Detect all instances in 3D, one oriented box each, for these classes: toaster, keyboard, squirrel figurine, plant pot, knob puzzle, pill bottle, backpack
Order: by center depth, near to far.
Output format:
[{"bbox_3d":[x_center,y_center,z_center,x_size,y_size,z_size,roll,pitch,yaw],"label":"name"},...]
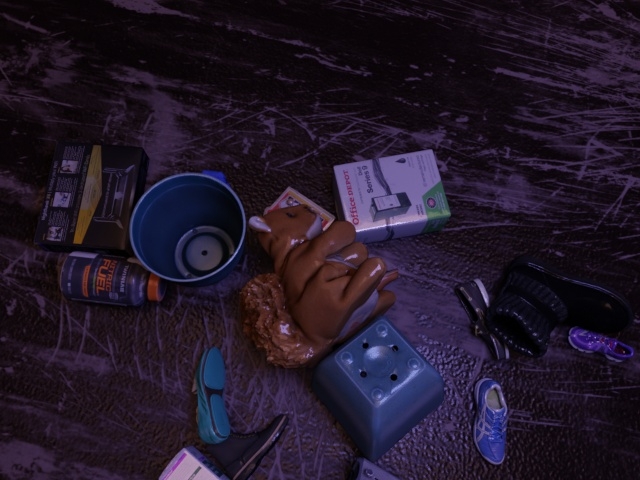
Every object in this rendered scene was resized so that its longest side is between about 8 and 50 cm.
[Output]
[{"bbox_3d":[0.107,0.627,1.261,0.146,0.129,0.227,25,115,2],"label":"toaster"},{"bbox_3d":[0.134,0.318,1.264,0.248,0.252,0.247,-35,62,-16],"label":"plant pot"},{"bbox_3d":[-0.063,0.100,1.339,0.397,0.281,0.370,-45,66,0],"label":"squirrel figurine"},{"bbox_3d":[-0.316,0.000,1.395,0.271,0.255,0.272,1,73,-2],"label":"plant pot"},{"bbox_3d":[-0.533,0.104,1.420,0.245,0.130,0.130,6,73,-1],"label":"pill bottle"},{"bbox_3d":[-0.297,-0.133,1.522,0.101,0.098,0.120,5,63,1],"label":"backpack"},{"bbox_3d":[-0.083,-0.040,1.524,0.213,0.030,0.213,-2,71,5],"label":"knob puzzle"},{"bbox_3d":[0.000,0.000,1.531,0.108,0.023,0.180,13,73,8],"label":"keyboard"}]

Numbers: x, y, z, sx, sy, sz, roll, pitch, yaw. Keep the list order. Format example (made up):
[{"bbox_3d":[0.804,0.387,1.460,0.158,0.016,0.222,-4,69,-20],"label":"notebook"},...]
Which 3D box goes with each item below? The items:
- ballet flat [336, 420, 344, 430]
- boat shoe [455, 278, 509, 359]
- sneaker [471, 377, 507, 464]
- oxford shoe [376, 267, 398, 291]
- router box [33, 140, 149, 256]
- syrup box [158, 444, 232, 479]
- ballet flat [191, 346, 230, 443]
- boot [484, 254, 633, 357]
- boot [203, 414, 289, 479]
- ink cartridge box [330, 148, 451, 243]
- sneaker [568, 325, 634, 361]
[{"bbox_3d":[0.139,0.434,1.369,0.206,0.073,0.067,-28,34,-9],"label":"ballet flat"},{"bbox_3d":[0.432,0.216,1.453,0.068,0.081,0.228,-16,67,-4],"label":"boat shoe"},{"bbox_3d":[0.431,0.456,1.374,0.080,0.081,0.211,-2,74,-5],"label":"sneaker"},{"bbox_3d":[0.131,0.149,1.468,0.212,0.076,0.076,-34,85,-1],"label":"oxford shoe"},{"bbox_3d":[-0.629,-0.116,1.510,0.243,0.081,0.309,5,73,-1],"label":"router box"},{"bbox_3d":[-0.261,0.603,1.293,0.237,0.093,0.096,38,75,10],"label":"syrup box"},{"bbox_3d":[-0.285,0.389,1.359,0.087,0.083,0.247,-31,52,22],"label":"ballet flat"},{"bbox_3d":[0.607,0.200,1.383,0.348,0.131,0.260,23,41,16],"label":"boot"},{"bbox_3d":[-0.185,0.485,1.348,0.137,0.077,0.198,37,72,16],"label":"boot"},{"bbox_3d":[0.189,-0.117,1.522,0.289,0.121,0.211,-11,73,-5],"label":"ink cartridge box"},{"bbox_3d":[0.752,0.271,1.450,0.170,0.071,0.068,17,72,4],"label":"sneaker"}]
